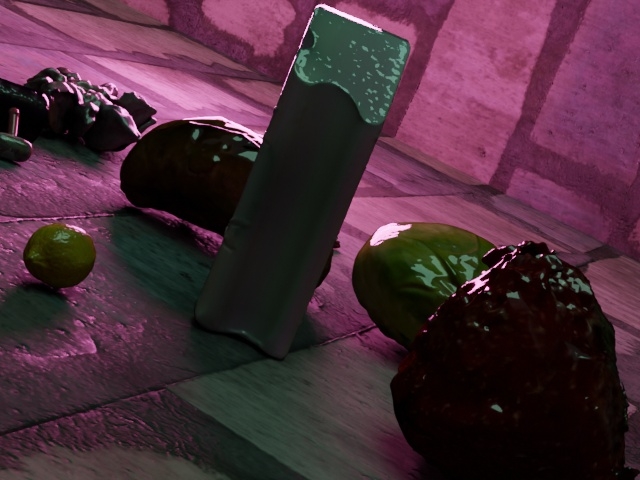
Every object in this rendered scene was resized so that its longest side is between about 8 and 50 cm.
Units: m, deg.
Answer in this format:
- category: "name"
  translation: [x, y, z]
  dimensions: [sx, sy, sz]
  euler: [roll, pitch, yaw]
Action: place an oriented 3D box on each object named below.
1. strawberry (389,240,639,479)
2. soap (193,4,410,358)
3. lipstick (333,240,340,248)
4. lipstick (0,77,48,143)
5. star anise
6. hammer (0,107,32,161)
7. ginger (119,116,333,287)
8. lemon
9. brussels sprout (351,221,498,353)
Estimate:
- category: "strawberry"
  translation: [0.180, 0.139, 1.238]
  dimensions: [0.220, 0.274, 0.274]
  euler: [-13, 9, 9]
- category: "soap"
  translation: [-0.018, -0.071, 1.391]
  dimensions: [0.115, 0.347, 0.208]
  euler: [22, 12, -4]
- category: "lipstick"
  translation: [0.000, 0.000, 1.871]
  dimensions: [0.025, 0.025, 0.107]
  euler: [32, 8, 32]
- category: "lipstick"
  translation: [-0.493, -0.196, 1.650]
  dimensions: [0.299, 0.081, 0.081]
  euler: [16, 15, -33]
- category: "star anise"
  translation: [-0.345, -0.194, 1.882]
  dimensions: [0.229, 0.093, 0.236]
  euler: [29, 12, 22]
- category: "hammer"
  translation: [-0.391, -0.137, 1.642]
  dimensions: [0.052, 0.031, 0.083]
  euler: [20, 45, -28]
- category: "ginger"
  translation: [-0.100, -0.062, 1.633]
  dimensions: [0.321, 0.172, 0.165]
  euler: [28, -24, 23]
- category: "lemon"
  translation: [-0.256, 0.015, 1.261]
  dimensions: [0.065, 0.065, 0.092]
  euler: [30, 20, 26]
- category: "brussels sprout"
  translation: [0.140, 0.060, 1.559]
  dimensions: [0.223, 0.161, 0.223]
  euler: [30, 10, -6]
